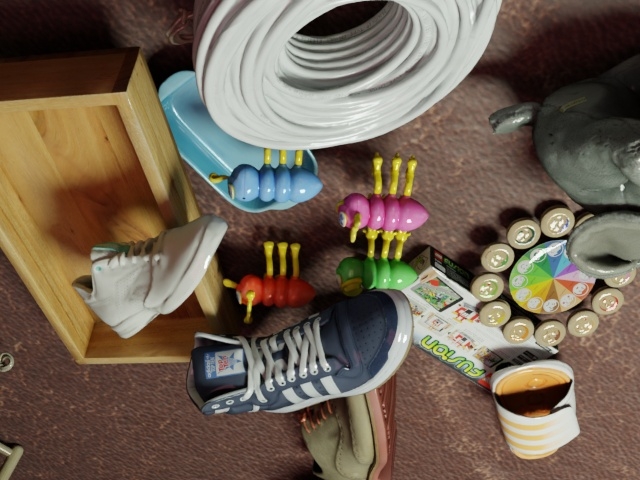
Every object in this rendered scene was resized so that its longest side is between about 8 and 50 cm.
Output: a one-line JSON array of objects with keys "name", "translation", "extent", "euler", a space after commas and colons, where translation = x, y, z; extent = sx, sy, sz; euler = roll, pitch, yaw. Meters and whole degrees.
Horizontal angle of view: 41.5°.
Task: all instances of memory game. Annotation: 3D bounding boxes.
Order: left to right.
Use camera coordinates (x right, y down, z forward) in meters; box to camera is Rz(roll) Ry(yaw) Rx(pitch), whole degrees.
[{"name": "memory game", "translation": [0.258, 0.045, 0.937], "extent": [0.186, 0.012, 0.186], "euler": [-2, 121, -3]}]

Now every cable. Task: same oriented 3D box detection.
[{"name": "cable", "translation": [0.019, -0.176, 0.682], "extent": [0.257, 0.089, 0.257], "euler": [-17, 155, -3]}]

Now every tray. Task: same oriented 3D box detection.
[{"name": "tray", "translation": [-0.231, -0.012, 0.902], "extent": [0.202, 0.076, 0.411], "euler": [-3, 139, 9]}]

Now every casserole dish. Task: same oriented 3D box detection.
[{"name": "casserole dish", "translation": [-0.083, -0.106, 0.855], "extent": [0.114, 0.037, 0.188], "euler": [-29, 122, 28]}]

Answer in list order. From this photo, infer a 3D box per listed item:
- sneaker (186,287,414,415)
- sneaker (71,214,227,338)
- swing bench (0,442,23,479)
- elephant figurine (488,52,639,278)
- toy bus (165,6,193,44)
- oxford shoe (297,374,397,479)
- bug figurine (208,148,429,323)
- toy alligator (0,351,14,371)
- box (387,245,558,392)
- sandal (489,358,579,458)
[{"name": "sneaker", "translation": [-0.037, 0.124, 0.907], "extent": [0.153, 0.099, 0.282], "euler": [10, 150, -36]}, {"name": "sneaker", "translation": [-0.178, 0.026, 0.833], "extent": [0.094, 0.080, 0.212], "euler": [39, 131, -18]}, {"name": "swing bench", "translation": [-0.606, 0.366, 1.191], "extent": [0.165, 0.255, 0.253], "euler": [-34, 120, 31]}, {"name": "elephant figurine", "translation": [0.300, -0.037, 0.786], "extent": [0.169, 0.186, 0.239], "euler": [-34, 128, -10]}, {"name": "toy bus", "translation": [-0.061, -0.273, 0.657], "extent": [0.202, 0.104, 0.191], "euler": [-23, 163, -2]}, {"name": "oxford shoe", "translation": [0.030, 0.230, 1.076], "extent": [0.130, 0.123, 0.348], "euler": [4, 136, 8]}, {"name": "bug figurine", "translation": [0.000, 0.000, 0.878], "extent": [0.216, 0.072, 0.279], "euler": [-1, 144, -2]}, {"name": "toy alligator", "translation": [-0.476, 0.188, 1.158], "extent": [0.189, 0.056, 0.051], "euler": [-20, 168, 21]}, {"name": "box", "translation": [0.169, 0.099, 1.007], "extent": [0.207, 0.036, 0.114], "euler": [33, 127, -21]}, {"name": "sandal", "translation": [0.279, 0.237, 1.063], "extent": [0.101, 0.076, 0.265], "euler": [-14, 140, 9]}]
